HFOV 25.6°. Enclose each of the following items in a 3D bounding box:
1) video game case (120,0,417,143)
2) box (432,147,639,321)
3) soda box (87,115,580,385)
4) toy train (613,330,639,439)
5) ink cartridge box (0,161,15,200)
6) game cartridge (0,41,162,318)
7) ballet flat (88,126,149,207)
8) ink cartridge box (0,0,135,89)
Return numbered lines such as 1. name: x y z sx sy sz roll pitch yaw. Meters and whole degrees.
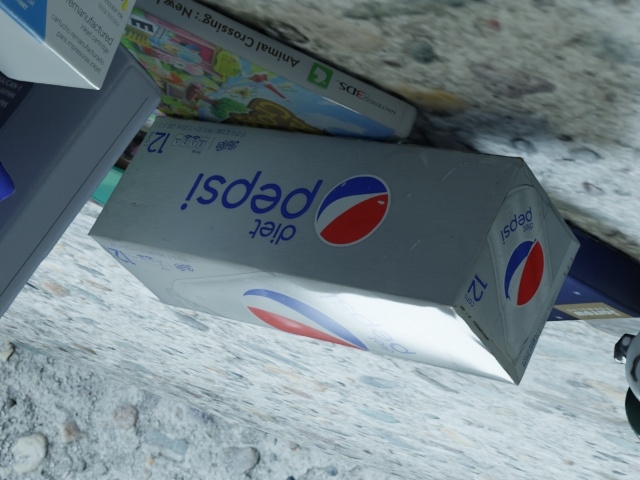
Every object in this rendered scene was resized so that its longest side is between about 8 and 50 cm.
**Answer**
1. video game case: -0.063 -0.089 0.871 0.193 0.023 0.212 24 165 -12
2. box: 0.126 0.010 0.943 0.225 0.036 0.136 26 165 -22
3. soda box: 0.000 0.000 0.838 0.286 0.098 0.091 9 153 39
4. toy train: 0.318 0.151 0.996 0.190 0.142 0.334 24 170 34
5. ink cartridge box: -0.272 -0.126 0.548 0.270 0.151 0.395 57 172 15
6. game cartridge: -0.233 -0.077 0.790 0.294 0.196 0.060 25 167 33
7. ballet flat: -0.169 -0.072 0.980 0.221 0.079 0.077 25 135 -24
8. ink cartridge box: -0.109 -0.136 0.567 0.052 0.122 0.088 9 162 29
